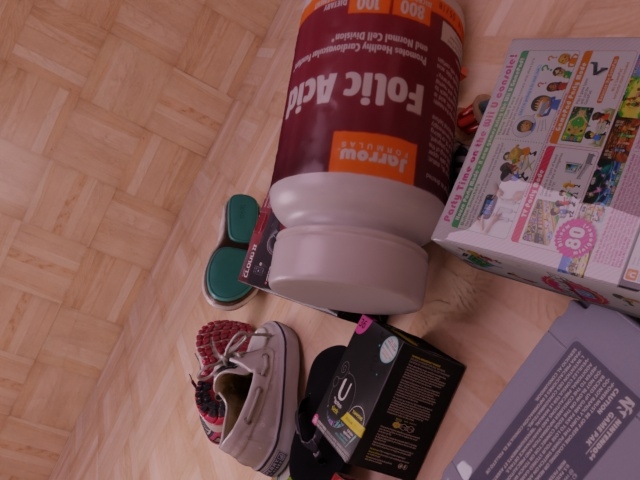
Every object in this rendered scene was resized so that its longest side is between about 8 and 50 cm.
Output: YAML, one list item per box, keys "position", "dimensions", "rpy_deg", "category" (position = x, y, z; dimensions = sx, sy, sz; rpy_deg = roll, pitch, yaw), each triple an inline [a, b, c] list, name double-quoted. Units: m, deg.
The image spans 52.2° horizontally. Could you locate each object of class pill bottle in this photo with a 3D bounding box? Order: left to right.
- position: [0.057, -0.116, 0.832]
  dimensions: [0.224, 0.224, 0.392]
  rpy_deg: [-19, 59, 59]
  category: "pill bottle"

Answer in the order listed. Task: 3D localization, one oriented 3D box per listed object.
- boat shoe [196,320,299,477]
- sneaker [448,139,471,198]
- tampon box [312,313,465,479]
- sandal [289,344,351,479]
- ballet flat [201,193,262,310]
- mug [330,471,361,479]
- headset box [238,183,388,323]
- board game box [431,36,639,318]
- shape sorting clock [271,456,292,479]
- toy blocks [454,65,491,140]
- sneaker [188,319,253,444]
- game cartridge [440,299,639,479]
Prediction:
- position: [-0.134, 0.241, 1.141]
  dimensions: [0.136, 0.156, 0.367]
  rpy_deg: [-55, 18, 23]
  category: "boat shoe"
- position: [0.218, -0.089, 0.885]
  dimensions: [0.224, 0.098, 0.083]
  rpy_deg: [-76, -8, -78]
  category: "sneaker"
- position: [0.083, 0.196, 0.832]
  dimensions: [0.161, 0.101, 0.120]
  rpy_deg: [-66, 24, 0]
  category: "tampon box"
- position: [-0.003, 0.249, 0.941]
  dimensions: [0.097, 0.054, 0.254]
  rpy_deg: [-23, 32, 21]
  category: "sandal"
- position: [-0.201, 0.050, 1.557]
  dimensions: [0.139, 0.139, 0.400]
  rpy_deg: [-49, 24, 32]
  category: "ballet flat"
- position: [0.016, 0.376, 0.797]
  dimensions: [0.150, 0.113, 0.169]
  rpy_deg: [3, 67, 63]
  category: "mug"
- position: [0.000, 0.000, 1.071]
  dimensions: [0.293, 0.110, 0.218]
  rpy_deg: [13, 82, 48]
  category: "headset box"
- position: [0.276, -0.054, 0.565]
  dimensions: [0.303, 0.097, 0.224]
  rpy_deg: [19, 83, 44]
  category: "board game box"
- position: [-0.017, 0.338, 0.980]
  dimensions: [0.206, 0.040, 0.206]
  rpy_deg: [-54, 17, 25]
  category: "shape sorting clock"
- position: [0.205, -0.208, 0.955]
  dimensions: [0.054, 0.123, 0.148]
  rpy_deg: [-35, 6, -33]
  category: "toy blocks"
- position: [-0.205, 0.277, 1.348]
  dimensions: [0.299, 0.120, 0.112]
  rpy_deg: [-88, 1, -55]
  category: "sneaker"
- position: [0.223, 0.209, 0.596]
  dimensions: [0.297, 0.062, 0.198]
  rpy_deg: [-59, 29, 15]
  category: "game cartridge"
